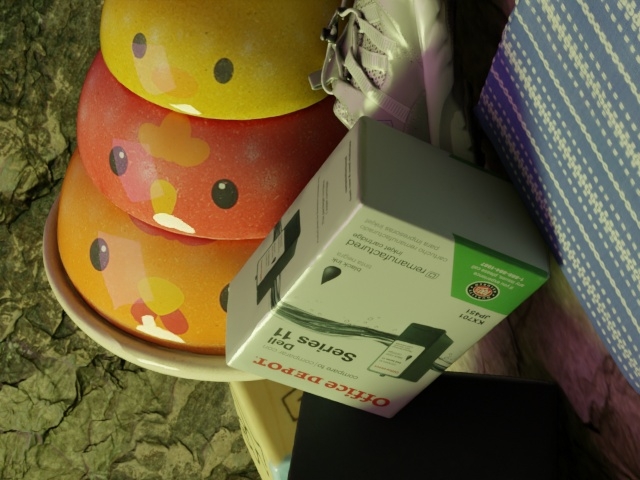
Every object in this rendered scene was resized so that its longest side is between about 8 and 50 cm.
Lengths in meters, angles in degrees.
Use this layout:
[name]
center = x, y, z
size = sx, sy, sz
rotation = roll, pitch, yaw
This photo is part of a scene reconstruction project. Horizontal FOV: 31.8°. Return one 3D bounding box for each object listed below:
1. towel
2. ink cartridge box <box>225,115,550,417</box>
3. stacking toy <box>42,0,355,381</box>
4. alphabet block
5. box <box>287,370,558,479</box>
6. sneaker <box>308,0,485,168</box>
[towel]
center = 0.177, -0.054, 0.606
size = 0.336, 0.040, 0.243
rotation = 99, 147, -71
[ink cartridge box]
center = 0.041, 0.029, 0.815
size = 0.208, 0.153, 0.086
rotation = -51, 27, 42
[stacking toy]
center = -0.080, -0.150, 0.922
size = 0.479, 0.351, 0.350
rotation = 91, 157, -44
[alphabet block]
center = 0.002, 0.250, 1.504
size = 0.192, 0.194, 0.197
rotation = 83, 162, -44
[box]
center = 0.072, 0.345, 0.903
size = 0.293, 0.212, 0.395
rotation = 84, -167, -51
[sneaker]
center = 0.040, -0.135, 0.792
size = 0.105, 0.115, 0.281
rotation = -72, -29, -59
